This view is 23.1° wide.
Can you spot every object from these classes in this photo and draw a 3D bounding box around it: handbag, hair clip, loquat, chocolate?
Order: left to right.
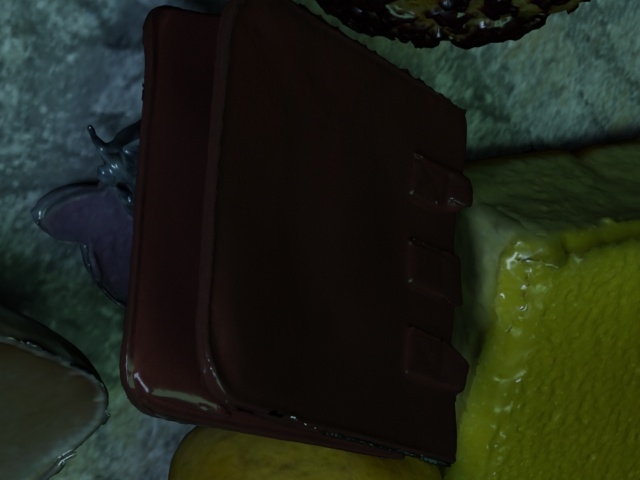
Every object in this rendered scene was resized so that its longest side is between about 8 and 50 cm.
[{"bbox_3d":[-0.248,0.073,0.912,0.161,0.083,0.261,-39,138,13],"label":"chocolate"},{"bbox_3d":[-0.096,-0.020,1.003,0.146,0.056,0.187,-41,145,-11],"label":"hair clip"},{"bbox_3d":[-0.010,0.199,1.109,0.208,0.208,0.208,-21,130,-28],"label":"loquat"},{"bbox_3d":[-0.001,0.000,0.963,0.275,0.084,0.260,19,67,-51],"label":"handbag"}]

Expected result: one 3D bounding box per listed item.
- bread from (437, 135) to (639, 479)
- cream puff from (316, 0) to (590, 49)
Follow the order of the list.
[{"bbox_3d":[0.199,0.085,1.245,0.323,0.143,0.333,-8,123,-37],"label":"bread"},{"bbox_3d":[0.088,-0.205,0.878,0.239,0.239,0.165,-45,113,-6],"label":"cream puff"}]
